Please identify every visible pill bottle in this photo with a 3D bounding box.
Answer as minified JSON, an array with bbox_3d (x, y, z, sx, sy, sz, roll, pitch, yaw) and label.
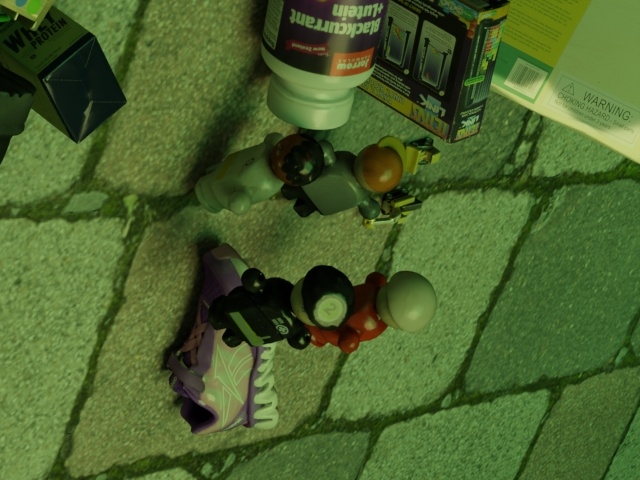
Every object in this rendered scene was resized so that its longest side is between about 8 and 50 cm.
[{"bbox_3d":[0.005,-0.203,1.562,0.108,0.108,0.193,-20,134,-40],"label":"pill bottle"}]

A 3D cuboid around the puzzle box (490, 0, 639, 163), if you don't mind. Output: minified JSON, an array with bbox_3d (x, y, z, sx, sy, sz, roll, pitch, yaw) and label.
[{"bbox_3d":[0.300,-0.236,1.709,0.409,0.052,0.272,26,103,-11],"label":"puzzle box"}]

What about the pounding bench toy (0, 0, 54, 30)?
[{"bbox_3d":[-0.244,-0.187,1.322,0.083,0.052,0.065,-57,147,5],"label":"pounding bench toy"}]

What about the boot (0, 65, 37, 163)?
[{"bbox_3d":[-0.410,0.066,1.235,0.367,0.146,0.445,8,110,-54],"label":"boot"}]

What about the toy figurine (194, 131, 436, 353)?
[{"bbox_3d":[0.000,0.000,1.631,0.213,0.148,0.210,7,73,-50],"label":"toy figurine"}]

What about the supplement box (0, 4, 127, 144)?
[{"bbox_3d":[-0.211,-0.137,1.378,0.056,0.083,0.083,-43,145,-16],"label":"supplement box"}]

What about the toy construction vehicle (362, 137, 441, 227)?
[{"bbox_3d":[0.088,-0.059,1.857,0.098,0.035,0.086,-18,132,-42],"label":"toy construction vehicle"}]

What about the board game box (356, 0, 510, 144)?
[{"bbox_3d":[0.088,-0.191,1.618,0.048,0.170,0.141,-24,137,-39],"label":"board game box"}]

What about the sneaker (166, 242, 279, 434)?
[{"bbox_3d":[-0.104,0.111,1.735,0.104,0.095,0.236,-17,131,-17],"label":"sneaker"}]
